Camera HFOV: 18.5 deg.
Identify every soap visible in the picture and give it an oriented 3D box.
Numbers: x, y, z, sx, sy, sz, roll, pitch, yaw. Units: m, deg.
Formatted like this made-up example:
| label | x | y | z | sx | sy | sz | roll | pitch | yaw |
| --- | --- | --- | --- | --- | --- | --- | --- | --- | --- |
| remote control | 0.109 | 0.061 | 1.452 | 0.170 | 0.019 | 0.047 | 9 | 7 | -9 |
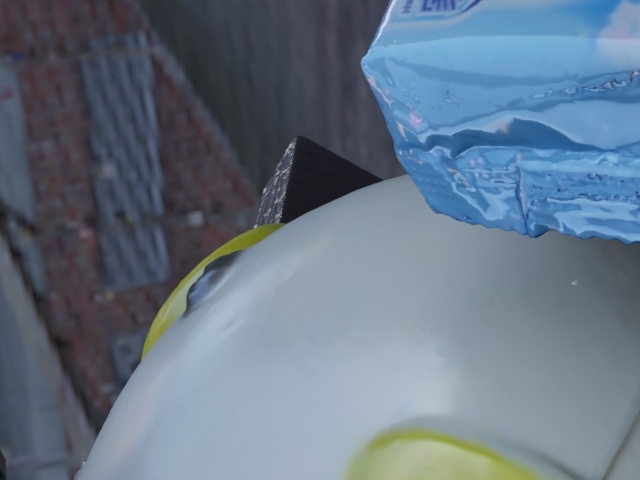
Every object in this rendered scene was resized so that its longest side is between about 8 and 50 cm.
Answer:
| label | x | y | z | sx | sy | sz | roll | pitch | yaw |
| --- | --- | --- | --- | --- | --- | --- | --- | --- | --- |
| soap | 0.126 | -0.130 | 0.717 | 0.156 | 0.293 | 0.077 | 1 | 143 | 34 |

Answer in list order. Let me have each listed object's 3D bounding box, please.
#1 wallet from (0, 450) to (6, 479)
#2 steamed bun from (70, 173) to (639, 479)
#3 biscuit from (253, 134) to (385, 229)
| label | x | y | z | sx | sy | sz | roll | pitch | yaw |
| --- | --- | --- | --- | --- | --- | --- | --- | --- | --- |
| wallet | -0.286 | 0.136 | 1.533 | 0.129 | 0.026 | 0.088 | 59 | 177 | -13 |
| steamed bun | 0.042 | 0.143 | 0.893 | 0.374 | 0.334 | 0.334 | -58 | 41 | 31 |
| biscuit | 0.000 | 0.000 | 1.707 | 0.073 | 0.107 | 0.388 | -60 | 6 | 16 |
